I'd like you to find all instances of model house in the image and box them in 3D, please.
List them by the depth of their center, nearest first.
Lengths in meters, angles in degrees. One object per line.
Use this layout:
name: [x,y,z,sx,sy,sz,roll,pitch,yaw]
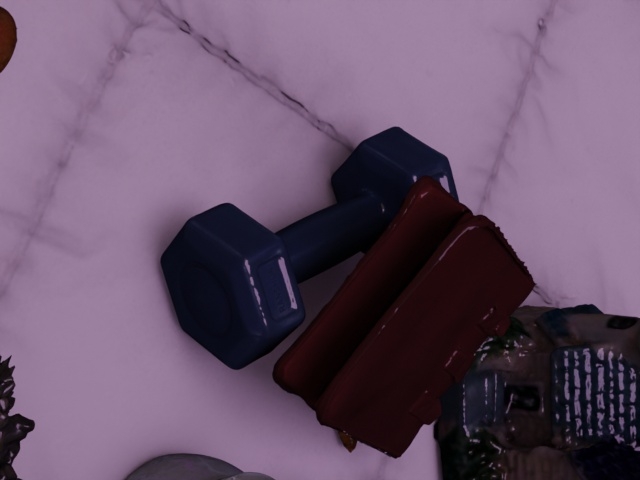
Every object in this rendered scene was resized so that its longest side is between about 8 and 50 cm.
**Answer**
model house: [0.319,0.231,1.345,0.243,0.284,0.298,-4,93,-45]

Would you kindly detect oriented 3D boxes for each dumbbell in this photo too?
dumbbell: [0.000,0.000,1.157,0.316,0.156,0.143,-27,78,-37]

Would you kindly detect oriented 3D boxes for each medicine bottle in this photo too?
medicine bottle: [-0.109,0.279,1.066,0.147,0.143,0.147,-1,92,-39]

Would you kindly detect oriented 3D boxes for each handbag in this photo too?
handbag: [0.096,0.090,1.147,0.260,0.084,0.275,-54,151,1]

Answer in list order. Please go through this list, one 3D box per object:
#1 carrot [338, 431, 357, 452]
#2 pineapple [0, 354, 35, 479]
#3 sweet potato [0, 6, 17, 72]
carrot: [0.029,0.153,1.252,0.036,0.036,0.165,-10,100,-39]
pineapple: [-0.293,0.268,0.894,0.202,0.202,0.361,9,73,-40]
sweet potato: [-0.322,-0.131,0.940,0.202,0.055,0.058,-50,157,-30]
